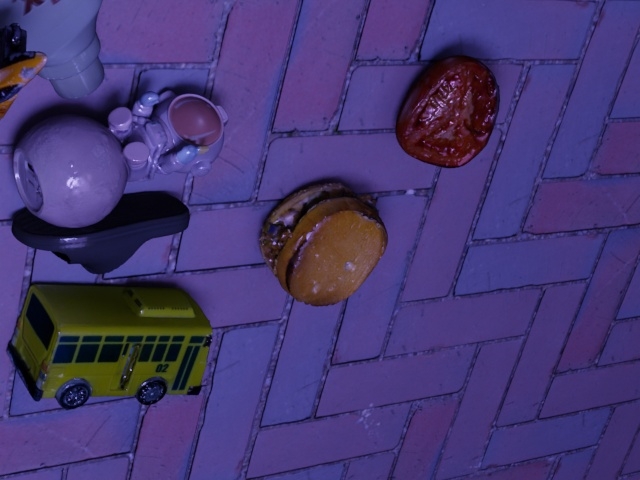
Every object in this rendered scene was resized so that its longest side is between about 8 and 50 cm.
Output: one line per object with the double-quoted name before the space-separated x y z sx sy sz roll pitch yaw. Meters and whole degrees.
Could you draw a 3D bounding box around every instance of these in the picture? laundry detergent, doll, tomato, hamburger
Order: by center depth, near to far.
"laundry detergent" -0.357 -0.312 1.483 0.264 0.125 0.397 -34 137 -12
"doll" -0.244 -0.112 1.709 0.287 0.151 0.150 -21 132 -31
"hamburger" 0.008 -0.002 1.981 0.191 0.118 0.182 -39 139 -1
"tomato" 0.187 -0.201 1.986 0.166 0.082 0.174 12 118 -37

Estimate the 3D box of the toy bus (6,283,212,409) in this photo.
"toy bus" -0.283 0.140 1.867 0.262 0.128 0.150 3 120 -37

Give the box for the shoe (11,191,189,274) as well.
"shoe" -0.287 0.001 1.776 0.241 0.108 0.093 -11 124 -34

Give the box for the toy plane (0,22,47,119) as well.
"toy plane" -0.389 -0.174 1.473 0.204 0.103 0.316 12 155 -41
